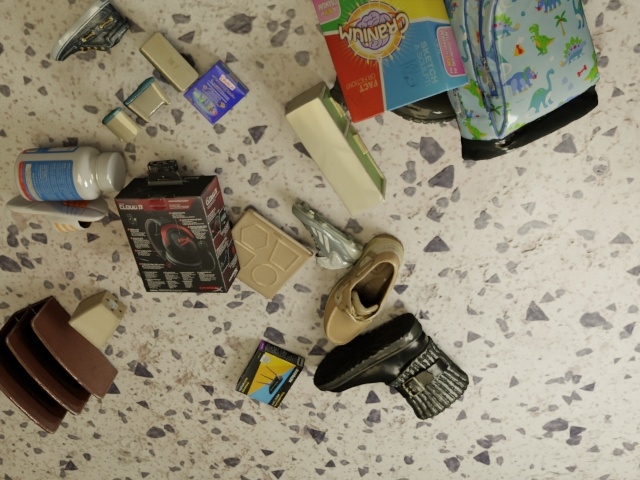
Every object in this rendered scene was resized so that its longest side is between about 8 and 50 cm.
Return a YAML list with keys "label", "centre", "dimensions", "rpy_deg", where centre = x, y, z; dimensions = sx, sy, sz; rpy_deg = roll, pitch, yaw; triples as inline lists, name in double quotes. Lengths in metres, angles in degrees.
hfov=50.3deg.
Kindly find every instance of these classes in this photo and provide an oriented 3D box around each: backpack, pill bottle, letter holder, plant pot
- label: "backpack"
  centre: [0.348, -0.355, 1.231]
  dimensions: [0.290, 0.273, 0.355]
  rpy_deg: [-26, 101, -9]
- label: "pill bottle"
  centre: [-0.568, -0.153, 1.561]
  dimensions: [0.222, 0.124, 0.124]
  rpy_deg: [0, 122, 10]
- label: "letter holder"
  centre: [-0.732, 0.345, 1.843]
  dimensions: [0.152, 0.214, 0.302]
  rpy_deg: [-23, 116, 21]
- label: "plant pot"
  centre: [-0.577, 0.198, 1.799]
  dimensions: [0.096, 0.109, 0.109]
  rpy_deg: [-37, 111, 13]

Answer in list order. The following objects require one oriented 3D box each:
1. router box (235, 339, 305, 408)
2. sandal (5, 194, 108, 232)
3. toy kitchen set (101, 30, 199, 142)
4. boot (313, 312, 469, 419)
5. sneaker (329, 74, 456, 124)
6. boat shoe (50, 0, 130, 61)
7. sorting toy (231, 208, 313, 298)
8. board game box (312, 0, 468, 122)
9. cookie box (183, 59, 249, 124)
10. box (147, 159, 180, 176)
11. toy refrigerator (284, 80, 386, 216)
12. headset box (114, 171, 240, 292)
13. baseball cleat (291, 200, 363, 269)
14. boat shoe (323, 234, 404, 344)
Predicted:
- label: "router box"
  centre: [-0.139, 0.369, 1.870]
  dimensions: [0.133, 0.046, 0.179]
  rpy_deg: [25, 122, -7]
- label: "sandal"
  centre: [-0.627, -0.064, 1.648]
  dimensions: [0.265, 0.102, 0.076]
  rpy_deg: [6, 124, 15]
- label: "toy kitchen set"
  centre: [-0.390, -0.325, 1.465]
  dimensions: [0.207, 0.166, 0.122]
  rpy_deg: [-46, 111, -9]
- label: "boot"
  centre: [0.181, 0.364, 1.769]
  dimensions: [0.348, 0.131, 0.260]
  rpy_deg: [-30, 113, 23]
- label: "sneaker"
  centre: [0.166, -0.314, 1.366]
  dimensions: [0.286, 0.109, 0.130]
  rpy_deg: [11, 117, 0]
- label: "boat shoe"
  centre: [-0.480, -0.415, 1.417]
  dimensions: [0.183, 0.065, 0.083]
  rpy_deg: [-35, 110, 25]
- label: "sorting toy"
  centre: [-0.147, 0.033, 1.671]
  dimensions: [0.193, 0.038, 0.208]
  rpy_deg: [36, 125, -14]
- label: "board game box"
  centre: [0.109, -0.394, 1.221]
  dimensions: [0.242, 0.064, 0.316]
  rpy_deg: [-10, 102, 49]
- label: "cookie box"
  centre: [-0.222, -0.316, 1.456]
  dimensions: [0.107, 0.040, 0.092]
  rpy_deg: [-35, 111, 26]
- label: "box"
  centre: [-0.362, -0.146, 1.596]
  dimensions: [0.067, 0.018, 0.083]
  rpy_deg: [-5, 121, 11]
- label: "toy refrigerator"
  centre: [0.041, -0.195, 1.457]
  dimensions: [0.094, 0.102, 0.269]
  rpy_deg: [-26, 114, 22]
- label: "headset box"
  centre: [-0.329, -0.025, 1.584]
  dimensions: [0.218, 0.110, 0.293]
  rpy_deg: [-1, 122, 16]
- label: "baseball cleat"
  centre: [0.000, 0.000, 1.596]
  dimensions: [0.206, 0.072, 0.109]
  rpy_deg: [35, 108, -13]
- label: "boat shoe"
  centre: [0.092, 0.142, 1.654]
  dimensions: [0.122, 0.110, 0.341]
  rpy_deg: [22, 122, -5]
